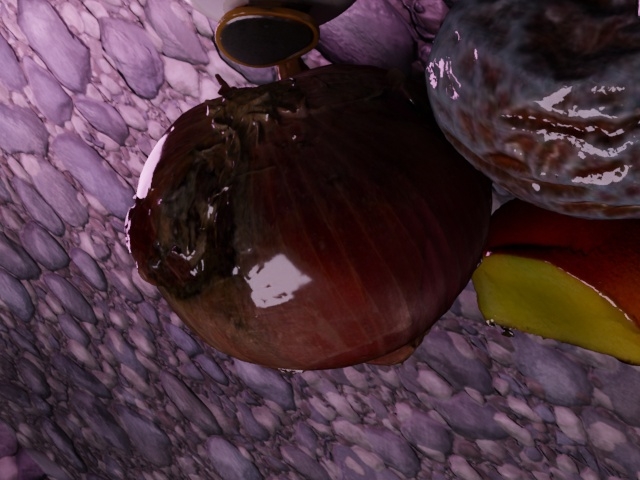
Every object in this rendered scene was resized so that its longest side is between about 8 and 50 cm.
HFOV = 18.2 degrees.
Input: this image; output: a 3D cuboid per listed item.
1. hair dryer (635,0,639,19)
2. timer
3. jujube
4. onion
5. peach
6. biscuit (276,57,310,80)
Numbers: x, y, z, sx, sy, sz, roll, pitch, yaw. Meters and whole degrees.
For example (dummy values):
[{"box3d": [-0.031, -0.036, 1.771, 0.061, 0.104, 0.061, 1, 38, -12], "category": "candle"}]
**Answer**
[{"box3d": [0.240, -0.318, 1.588, 0.244, 0.116, 0.302, 19, 117, 39], "category": "hair dryer"}, {"box3d": [-0.053, -0.325, 1.980, 0.233, 0.240, 0.233, 5, 140, 4], "category": "timer"}, {"box3d": [0.255, -0.135, 1.756, 0.308, 0.246, 0.215, 29, 160, 45], "category": "jujube"}, {"box3d": [-0.009, -0.032, 1.917, 0.354, 0.353, 0.353, 31, 148, 22], "category": "onion"}, {"box3d": [0.283, 0.020, 1.995, 0.267, 0.159, 0.154, 17, 151, 42], "category": "peach"}, {"box3d": [0.019, -0.070, 2.191, 0.301, 0.043, 0.278, 65, -169, -5], "category": "biscuit"}]
